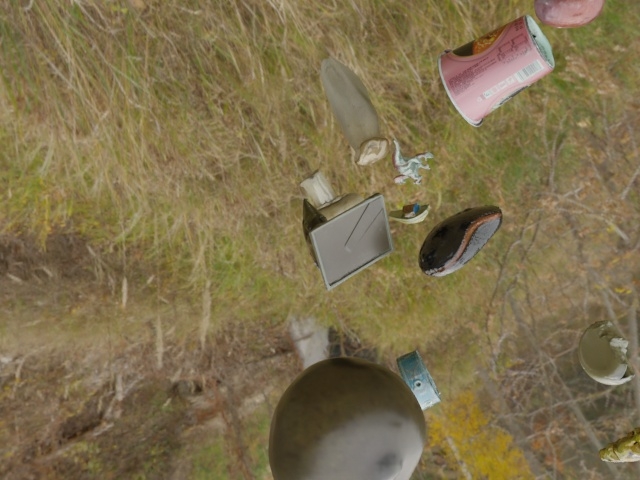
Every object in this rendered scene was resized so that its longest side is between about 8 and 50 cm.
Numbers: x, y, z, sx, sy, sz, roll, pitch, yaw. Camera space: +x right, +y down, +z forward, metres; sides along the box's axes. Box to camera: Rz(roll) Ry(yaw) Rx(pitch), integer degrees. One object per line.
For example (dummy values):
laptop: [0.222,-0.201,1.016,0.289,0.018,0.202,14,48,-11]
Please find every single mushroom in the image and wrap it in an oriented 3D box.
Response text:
mushroom: [0.036,-0.141,2.334,0.314,0.336,0.314,-35,-176,3]
mushroom: [0.117,-0.436,1.824,0.137,0.408,0.154,-26,159,18]

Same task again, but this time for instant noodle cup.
instant noodle cup: [0.492,-0.480,1.486,0.255,0.244,0.243,-27,158,38]

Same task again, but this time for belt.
belt: [0.266,0.384,1.469,0.082,0.163,0.147,-28,180,9]

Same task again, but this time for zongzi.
zongzi: [0.000,0.000,1.855,0.112,0.242,0.221,-23,136,-7]

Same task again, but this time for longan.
longan: [0.057,0.440,1.181,0.360,0.361,0.361,-19,154,-10]

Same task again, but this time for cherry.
cherry: [0.487,-0.461,1.046,0.126,0.106,0.087,-11,120,26]

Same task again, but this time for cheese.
cheese: [0.926,0.377,1.732,0.091,0.203,0.175,13,122,-15]

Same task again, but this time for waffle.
waffle: [0.557,0.279,0.800,0.245,0.052,0.254,-3,148,-22]

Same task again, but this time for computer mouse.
computer mouse: [0.410,-0.016,1.597,0.323,0.116,0.183,-41,-163,-27]

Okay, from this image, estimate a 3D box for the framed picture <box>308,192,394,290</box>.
framed picture: [0.094,0.002,1.488,0.260,0.023,0.189,-30,117,-27]

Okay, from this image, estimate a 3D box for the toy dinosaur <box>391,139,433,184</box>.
toy dinosaur: [0.248,-0.232,1.617,0.167,0.053,0.242,-12,158,37]

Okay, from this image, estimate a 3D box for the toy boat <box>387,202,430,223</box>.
toy boat: [0.323,-0.101,1.949,0.172,0.066,0.065,-9,-145,47]
